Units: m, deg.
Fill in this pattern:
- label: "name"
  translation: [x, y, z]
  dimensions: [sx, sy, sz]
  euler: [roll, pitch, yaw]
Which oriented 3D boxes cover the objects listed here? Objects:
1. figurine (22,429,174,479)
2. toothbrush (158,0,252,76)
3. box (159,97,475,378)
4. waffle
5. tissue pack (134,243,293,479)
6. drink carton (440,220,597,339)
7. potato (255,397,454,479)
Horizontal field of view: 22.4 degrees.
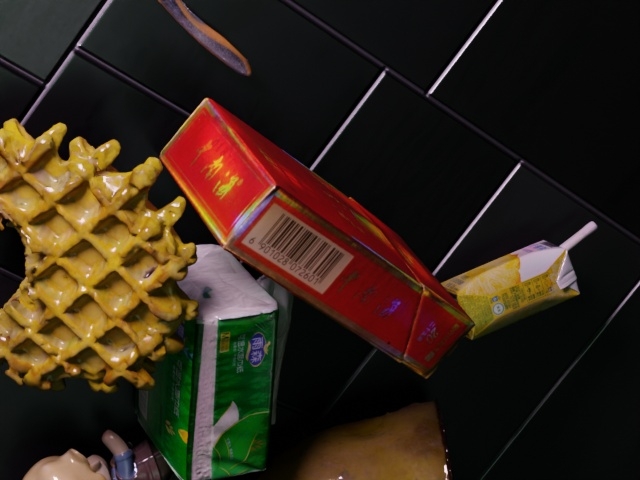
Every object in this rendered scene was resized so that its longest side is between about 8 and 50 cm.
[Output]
- label: "figurine"
  translation: [-0.237, 0.262, 1.774]
  dimensions: [0.196, 0.108, 0.114]
  euler: [-31, 167, -23]
- label: "toothbrush"
  translation: [-0.167, -0.252, 1.537]
  dimensions: [0.031, 0.023, 0.321]
  euler: [-43, 128, 11]
- label: "box"
  translation: [-0.001, -0.001, 1.662]
  dimensions: [0.313, 0.197, 0.089]
  euler: [35, 99, -37]
- label: "waffle"
  translation: [-0.245, 0.032, 1.572]
  dimensions: [0.260, 0.069, 0.293]
  euler: [11, 119, 6]
- label: "tissue pack"
  translation: [-0.100, 0.125, 1.722]
  dimensions: [0.156, 0.148, 0.209]
  euler: [-8, 121, -25]
- label: "drink carton"
  translation: [0.242, 0.046, 1.888]
  dimensions: [0.200, 0.084, 0.074]
  euler: [-21, 103, -13]
- label: "potato"
  translation: [0.031, 0.322, 1.892]
  dimensions: [0.266, 0.229, 0.229]
  euler: [-9, 124, -4]
